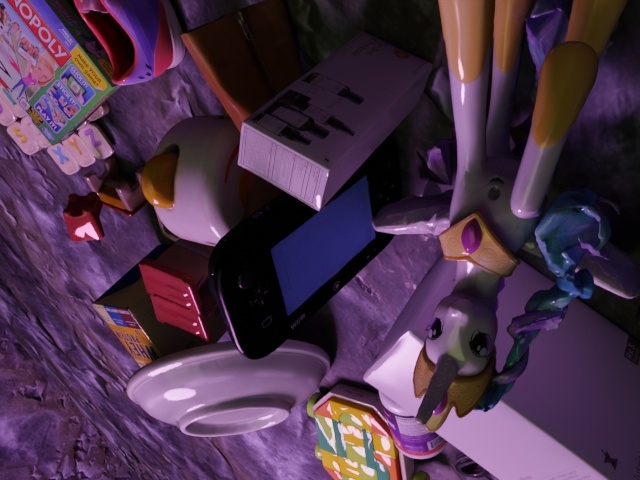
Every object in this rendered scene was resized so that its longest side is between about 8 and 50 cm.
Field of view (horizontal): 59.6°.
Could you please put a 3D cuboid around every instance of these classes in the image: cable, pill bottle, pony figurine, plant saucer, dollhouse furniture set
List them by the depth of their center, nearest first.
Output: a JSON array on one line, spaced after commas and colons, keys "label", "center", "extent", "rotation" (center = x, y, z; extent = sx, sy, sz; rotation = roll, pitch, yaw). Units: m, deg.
[{"label": "pony figurine", "center": [0.171, -0.044, 0.527], "extent": [0.302, 0.351, 0.364], "rotation": [15, 116, 24]}, {"label": "pill bottle", "center": [0.163, 0.285, 0.985], "extent": [0.108, 0.108, 0.194], "rotation": [8, 131, 34]}, {"label": "cable", "center": [0.303, 0.352, 1.001], "extent": [0.139, 0.072, 0.287], "rotation": [2, 142, 17]}, {"label": "dollhouse furniture set", "center": [-0.304, 0.004, 1.025], "extent": [0.374, 0.201, 0.152], "rotation": [20, 137, 23]}, {"label": "plant saucer", "center": [-0.170, 0.309, 1.095], "extent": [0.400, 0.101, 0.400], "rotation": [-9, 150, -5]}]

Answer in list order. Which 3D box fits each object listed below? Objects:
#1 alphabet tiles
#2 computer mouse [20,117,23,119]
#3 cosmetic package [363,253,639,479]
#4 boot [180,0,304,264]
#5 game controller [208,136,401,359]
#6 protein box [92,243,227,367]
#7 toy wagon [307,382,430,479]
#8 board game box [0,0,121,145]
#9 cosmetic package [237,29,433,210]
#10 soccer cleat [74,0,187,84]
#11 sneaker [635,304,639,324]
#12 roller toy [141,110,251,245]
[{"label": "alphabet tiles", "center": [-0.526, -0.259, 1.060], "extent": [0.284, 0.021, 0.278], "rotation": [-13, 118, 34]}, {"label": "computer mouse", "center": [-0.635, -0.293, 1.141], "extent": [0.071, 0.041, 0.242], "rotation": [17, 136, 26]}, {"label": "cosmetic package", "center": [0.277, 0.187, 0.717], "extent": [0.385, 0.217, 0.156], "rotation": [36, 142, 3]}, {"label": "boot", "center": [-0.085, -0.121, 0.679], "extent": [0.096, 0.264, 0.281], "rotation": [17, 140, 48]}, {"label": "game controller", "center": [0.000, 0.000, 0.679], "extent": [0.067, 0.319, 0.167], "rotation": [13, 131, 43]}, {"label": "protein box", "center": [-0.317, 0.147, 1.173], "extent": [0.135, 0.200, 0.201], "rotation": [1, 128, 40]}, {"label": "toy wagon", "center": [0.101, 0.473, 1.202], "extent": [0.267, 0.068, 0.345], "rotation": [7, 115, 36]}, {"label": "board game box", "center": [-0.495, -0.343, 0.937], "extent": [0.213, 0.046, 0.317], "rotation": [-26, 108, 36]}, {"label": "cosmetic package", "center": [0.024, -0.138, 0.590], "extent": [0.098, 0.239, 0.060], "rotation": [31, 140, 11]}, {"label": "soccer cleat", "center": [-0.286, -0.363, 0.727], "extent": [0.108, 0.116, 0.318], "rotation": [7, 131, 35]}, {"label": "sneaker", "center": [0.454, 0.094, 0.611], "extent": [0.178, 0.072, 0.077], "rotation": [-3, 137, 51]}, {"label": "roller toy", "center": [-0.143, -0.084, 0.812], "extent": [0.146, 0.209, 0.191], "rotation": [9, 140, 34]}]
